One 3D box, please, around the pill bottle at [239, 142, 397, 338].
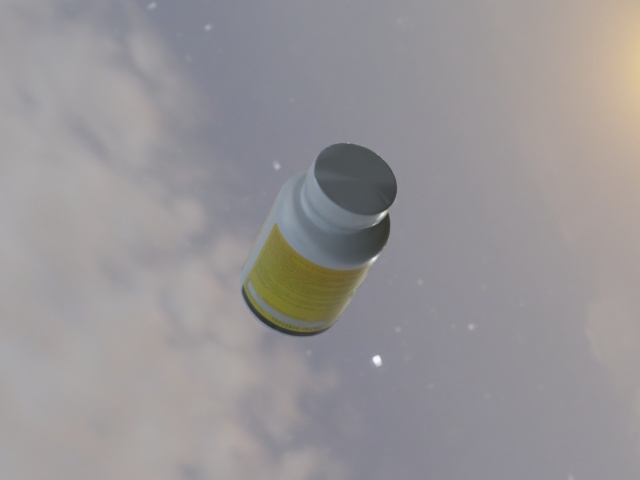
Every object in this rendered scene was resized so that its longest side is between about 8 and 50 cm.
[{"bbox_3d":[0.000,0.000,1.120,0.103,0.184,0.103,11,-127,-15],"label":"pill bottle"}]
